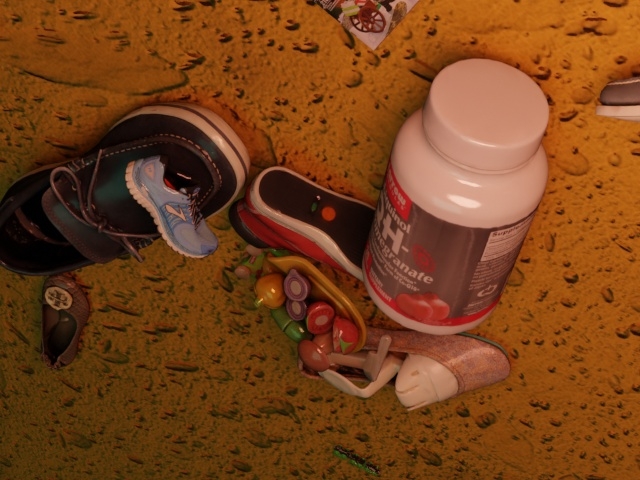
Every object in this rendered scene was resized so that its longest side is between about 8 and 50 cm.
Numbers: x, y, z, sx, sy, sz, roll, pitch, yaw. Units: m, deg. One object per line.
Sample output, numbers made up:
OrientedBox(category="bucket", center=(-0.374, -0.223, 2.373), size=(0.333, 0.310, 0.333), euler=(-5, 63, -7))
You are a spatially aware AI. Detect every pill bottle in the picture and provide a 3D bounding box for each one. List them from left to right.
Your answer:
OrientedBox(category="pill bottle", center=(0.156, -0.049, 1.584), size=(0.176, 0.176, 0.318), euler=(26, 142, 11))

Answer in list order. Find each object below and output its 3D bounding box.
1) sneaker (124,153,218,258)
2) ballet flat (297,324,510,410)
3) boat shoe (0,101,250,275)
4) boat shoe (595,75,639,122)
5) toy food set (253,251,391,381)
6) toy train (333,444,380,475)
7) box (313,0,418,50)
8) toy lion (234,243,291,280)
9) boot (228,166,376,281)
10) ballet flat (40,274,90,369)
OrientedBox(category="sneaker", center=(-0.176, -0.043, 1.773), size=(0.073, 0.063, 0.162), euler=(-24, 122, 24))
OrientedBox(category="ballet flat", center=(0.105, 0.179, 1.926), size=(0.316, 0.106, 0.107), euler=(5, 134, 32))
OrientedBox(category="boat shoe", center=(-0.288, -0.053, 1.925), size=(0.500, 0.156, 0.187), euler=(-15, 121, 42))
OrientedBox(category="boat shoe", center=(0.411, -0.168, 1.362), size=(0.319, 0.116, 0.099), euler=(-3, 87, 47))
OrientedBox(category="toy food set", center=(-0.012, 0.110, 1.833), size=(0.218, 0.071, 0.128), euler=(42, 149, 8))
OrientedBox(category="toy train", center=(0.057, 0.350, 2.221), size=(0.083, 0.017, 0.024), euler=(29, 152, 7))
OrientedBox(category="box", center=(0.059, -0.321, 1.468), size=(0.159, 0.044, 0.233), euler=(38, 142, -6))
OrientedBox(category="toy lion", center=(-0.066, 0.040, 1.967), size=(0.096, 0.034, 0.100), euler=(27, 142, -2))
OrientedBox(category="boot", center=(0.000, 0.000, 1.844), size=(0.244, 0.088, 0.176), euler=(30, 158, -8))
OrientedBox(category="ballet flat", center=(-0.435, 0.142, 2.322), size=(0.084, 0.058, 0.250), euler=(29, 142, 6))
